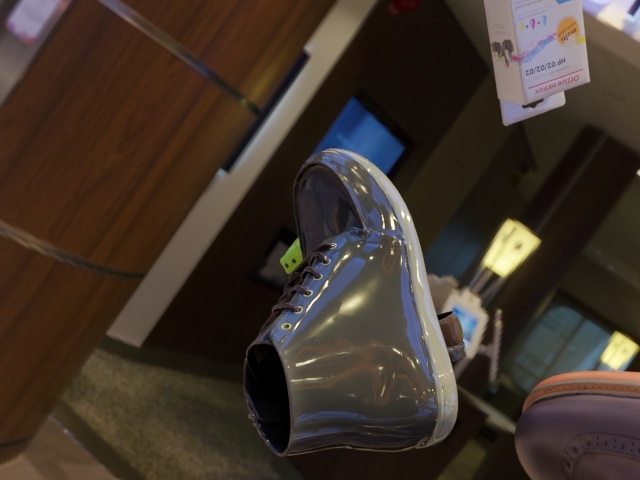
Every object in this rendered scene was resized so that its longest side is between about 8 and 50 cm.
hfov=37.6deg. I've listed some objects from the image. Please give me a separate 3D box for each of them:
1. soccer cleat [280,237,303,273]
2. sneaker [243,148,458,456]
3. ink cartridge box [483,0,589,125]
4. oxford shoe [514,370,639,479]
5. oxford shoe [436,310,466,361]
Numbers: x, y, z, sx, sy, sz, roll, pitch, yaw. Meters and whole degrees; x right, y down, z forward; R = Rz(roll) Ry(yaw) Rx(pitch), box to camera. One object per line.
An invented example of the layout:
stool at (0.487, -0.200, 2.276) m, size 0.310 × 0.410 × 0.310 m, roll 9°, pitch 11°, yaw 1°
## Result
soccer cleat at (0.000, 0.000, 1.250) m, size 0.060 × 0.072 × 0.179 m, roll 58°, pitch 24°, yaw 1°
sneaker at (0.000, 0.028, 0.598) m, size 0.118 × 0.083 × 0.222 m, roll 1°, pitch 53°, yaw -31°
ink cartridge box at (0.272, -0.237, 1.172) m, size 0.061 × 0.104 × 0.181 m, roll 34°, pitch -39°, yaw 61°
oxford shoe at (0.154, 0.130, 0.357) m, size 0.271 × 0.098 × 0.096 m, roll 25°, pitch -42°, yaw 58°
oxford shoe at (0.110, 0.142, 1.475) m, size 0.227 × 0.096 × 0.083 m, roll -6°, pitch 10°, yaw 11°
